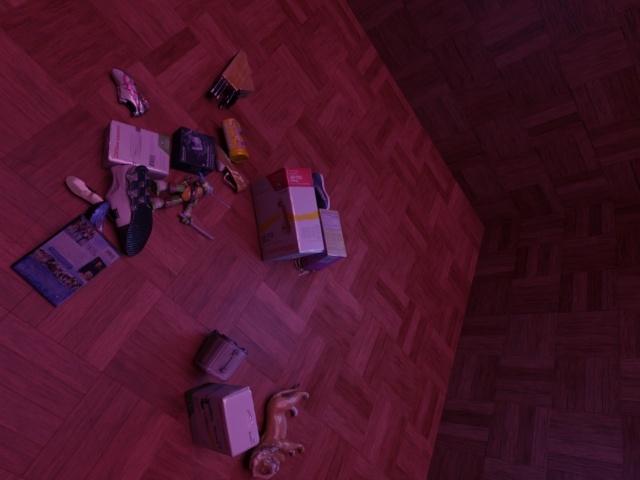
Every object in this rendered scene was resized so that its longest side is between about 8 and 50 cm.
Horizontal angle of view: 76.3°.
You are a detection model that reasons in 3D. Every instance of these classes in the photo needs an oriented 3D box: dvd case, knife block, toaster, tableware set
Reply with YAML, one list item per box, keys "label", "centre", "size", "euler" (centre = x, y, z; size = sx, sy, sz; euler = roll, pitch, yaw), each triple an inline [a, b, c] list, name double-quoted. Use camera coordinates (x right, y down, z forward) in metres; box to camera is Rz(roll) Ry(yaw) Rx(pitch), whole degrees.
- label: "dvd case"
  centre: [-0.800, 0.062, 1.298]
  size: [0.253, 0.022, 0.180]
  euler: [-43, 112, -16]
- label: "knife block"
  centre: [-0.437, -0.752, 1.891]
  size: [0.242, 0.088, 0.276]
  euler: [-13, 89, -47]
- label: "toaster"
  centre: [-0.390, 0.441, 1.570]
  size: [0.129, 0.226, 0.147]
  euler: [45, 69, -27]
- label: "tableware set"
  centre: [-0.051, 0.098, 2.100]
  size: [0.194, 0.039, 0.129]
  euler: [-14, 90, -46]

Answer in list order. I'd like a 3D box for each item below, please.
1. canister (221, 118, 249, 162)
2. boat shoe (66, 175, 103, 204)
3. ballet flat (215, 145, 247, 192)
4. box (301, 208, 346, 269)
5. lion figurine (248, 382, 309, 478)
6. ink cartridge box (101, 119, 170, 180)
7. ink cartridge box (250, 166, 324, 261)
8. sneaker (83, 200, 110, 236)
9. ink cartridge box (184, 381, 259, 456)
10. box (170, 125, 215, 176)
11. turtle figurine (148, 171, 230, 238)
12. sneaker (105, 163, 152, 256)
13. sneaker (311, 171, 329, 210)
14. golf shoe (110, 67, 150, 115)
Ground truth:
- label: "canister"
  centre: [-0.388, -0.452, 1.849]
  size: [0.126, 0.073, 0.170]
  euler: [7, 68, -82]
- label: "boat shoe"
  centre: [-0.813, -0.169, 1.403]
  size: [0.133, 0.042, 0.049]
  euler: [44, 73, -29]
- label: "ballet flat"
  centre: [-0.415, -0.312, 1.816]
  size: [0.073, 0.080, 0.232]
  euler: [-44, 111, -21]
- label: "box"
  centre: [0.000, 0.000, 2.015]
  size: [0.117, 0.213, 0.243]
  euler: [6, 65, -36]
- label: "lion figurine"
  centre: [-0.184, 0.797, 1.746]
  size: [0.240, 0.142, 0.393]
  euler: [24, 50, -31]
- label: "ink cartridge box"
  centre: [-0.689, -0.333, 1.529]
  size: [0.219, 0.092, 0.161]
  euler: [10, 73, -43]
- label: "ink cartridge box"
  centre: [-0.156, -0.111, 1.875]
  size: [0.160, 0.279, 0.386]
  euler: [-6, 84, -45]
- label: "sneaker"
  centre: [-0.770, -0.032, 1.385]
  size: [0.087, 0.083, 0.222]
  euler: [33, 73, -48]
- label: "ink cartridge box"
  centre: [-0.362, 0.640, 1.480]
  size: [0.117, 0.278, 0.202]
  euler: [-8, 85, -46]
- label: "box"
  centre: [-0.530, -0.367, 1.700]
  size: [0.158, 0.093, 0.156]
  euler: [10, 73, -42]
- label: "turtle figurine"
  centre: [-0.514, -0.149, 1.588]
  size: [0.266, 0.197, 0.275]
  euler: [-8, 82, -42]
- label: "sneaker"
  centre: [-0.697, -0.112, 1.467]
  size: [0.122, 0.146, 0.331]
  euler: [-20, 118, -71]
- label: "sneaker"
  centre: [-0.037, -0.260, 2.160]
  size: [0.163, 0.086, 0.227]
  euler: [3, 68, -56]
- label: "golf shoe"
  centre: [-0.740, -0.567, 1.556]
  size: [0.186, 0.067, 0.086]
  euler: [57, 49, -19]
